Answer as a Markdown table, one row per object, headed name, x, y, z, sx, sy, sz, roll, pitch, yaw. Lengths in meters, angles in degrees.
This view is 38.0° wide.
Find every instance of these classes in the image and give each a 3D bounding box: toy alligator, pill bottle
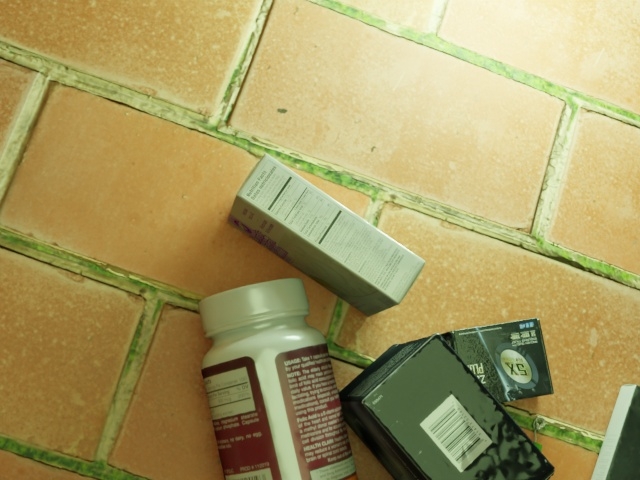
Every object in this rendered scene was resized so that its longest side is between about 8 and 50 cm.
| name | x | y | z | sx | sy | sz | roll | pitch | yaw |
| --- | --- | --- | --- | --- | --- | --- | --- | --- | --- |
| toy alligator | 0.396 | 0.419 | 1.743 | 0.056 | 0.051 | 0.189 | 22 | 76 | -6 |
| pill bottle | -0.079 | 0.275 | 1.594 | 0.224 | 0.224 | 0.392 | -11 | 82 | -13 |

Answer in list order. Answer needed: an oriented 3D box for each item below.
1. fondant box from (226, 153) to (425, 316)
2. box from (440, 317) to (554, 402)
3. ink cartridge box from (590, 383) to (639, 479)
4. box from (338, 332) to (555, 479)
| name | x | y | z | sx | sy | sz | roll | pitch | yaw |
| --- | --- | --- | --- | --- | --- | --- | --- | --- | --- |
| fondant box | 0.000 | 0.000 | 1.656 | 0.330 | 0.238 | 0.096 | 35 | 76 | -2 |
| box | 0.331 | 0.232 | 1.755 | 0.180 | 0.077 | 0.147 | -7 | 81 | -12 |
| ink cartridge box | 0.606 | 0.478 | 1.769 | 0.176 | 0.069 | 0.370 | 25 | 78 | -5 |
| box | 0.194 | 0.334 | 1.597 | 0.183 | 0.294 | 0.296 | -40 | 88 | -13 |
